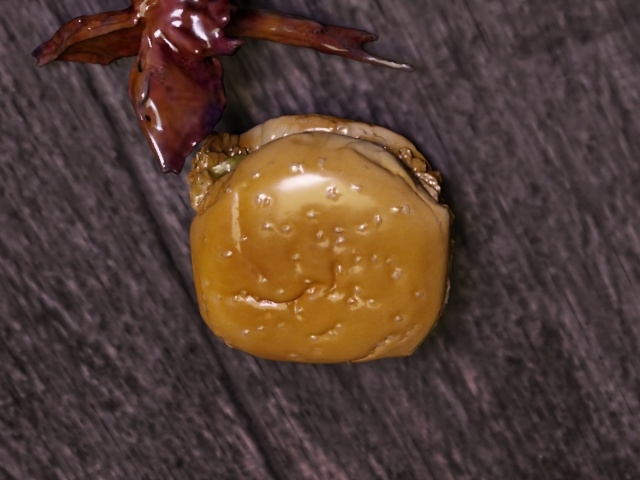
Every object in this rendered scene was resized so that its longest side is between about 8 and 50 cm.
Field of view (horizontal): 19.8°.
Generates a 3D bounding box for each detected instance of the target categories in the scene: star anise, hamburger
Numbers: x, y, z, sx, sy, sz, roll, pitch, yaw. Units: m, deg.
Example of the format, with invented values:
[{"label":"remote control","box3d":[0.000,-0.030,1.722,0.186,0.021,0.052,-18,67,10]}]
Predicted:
[{"label":"star anise","box3d":[-0.050,-0.116,0.970,0.140,0.144,0.158,47,117,33]},{"label":"hamburger","box3d":[0.000,0.000,1.005,0.147,0.083,0.138,2,115,4]}]
